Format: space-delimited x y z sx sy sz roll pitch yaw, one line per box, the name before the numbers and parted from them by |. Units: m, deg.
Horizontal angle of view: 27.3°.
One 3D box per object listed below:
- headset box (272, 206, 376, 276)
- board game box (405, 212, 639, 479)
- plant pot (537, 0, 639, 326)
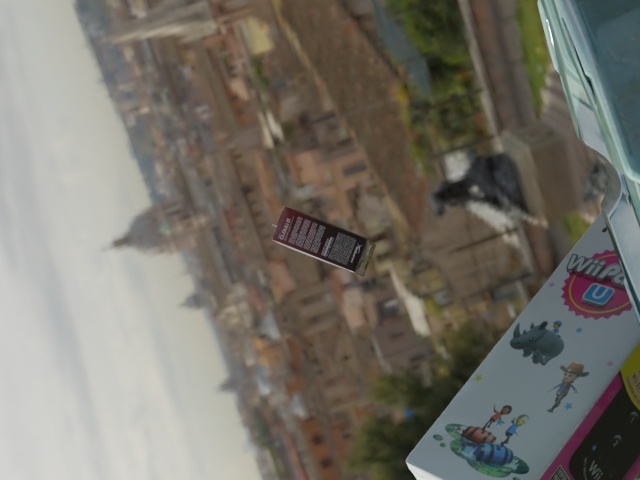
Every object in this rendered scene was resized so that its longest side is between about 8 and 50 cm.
headset box | 0.000 0.000 1.101 0.062 0.083 0.032 32 -101 -81
board game box | 0.224 0.116 0.898 0.097 0.303 0.224 15 148 48
plant pot | 0.292 -0.072 0.600 0.341 0.334 0.341 -18 -90 -82
